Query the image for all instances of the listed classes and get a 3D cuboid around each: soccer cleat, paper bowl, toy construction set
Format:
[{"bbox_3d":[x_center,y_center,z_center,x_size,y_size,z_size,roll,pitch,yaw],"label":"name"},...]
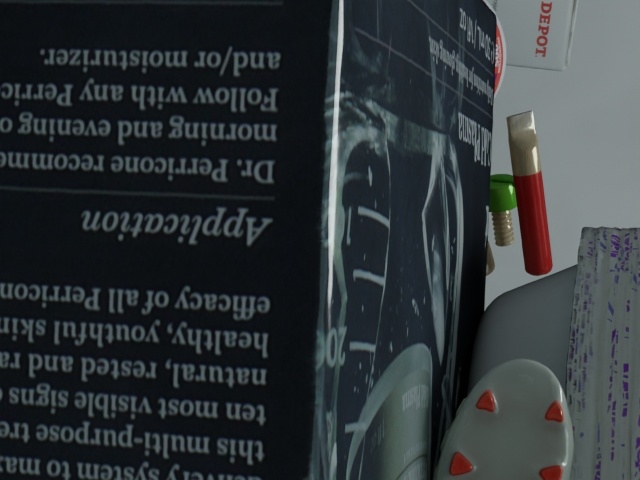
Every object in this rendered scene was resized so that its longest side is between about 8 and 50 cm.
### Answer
[{"bbox_3d":[0.087,0.158,0.810,0.076,0.068,0.196,61,37,-85],"label":"soccer cleat"},{"bbox_3d":[0.166,0.133,0.948,0.284,0.148,0.284,2,90,-79],"label":"paper bowl"},{"bbox_3d":[0.025,-0.073,1.295,0.257,0.309,0.237,-77,159,-67],"label":"toy construction set"}]

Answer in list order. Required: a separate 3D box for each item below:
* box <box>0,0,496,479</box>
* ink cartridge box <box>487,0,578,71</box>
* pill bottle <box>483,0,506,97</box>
[{"bbox_3d":[-0.082,0.072,0.846,0.480,0.297,0.472,-1,95,-76],"label":"box"},{"bbox_3d":[0.155,-0.310,1.748,0.114,0.273,0.197,-73,168,-46],"label":"ink cartridge box"},{"bbox_3d":[0.061,-0.178,1.572,0.323,0.181,0.181,-23,115,-66],"label":"pill bottle"}]
